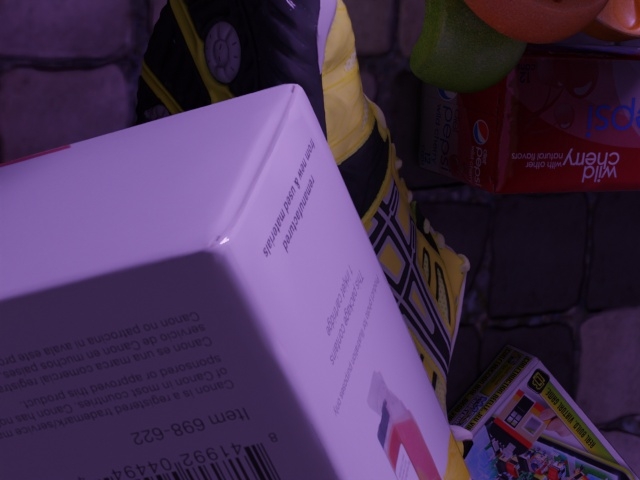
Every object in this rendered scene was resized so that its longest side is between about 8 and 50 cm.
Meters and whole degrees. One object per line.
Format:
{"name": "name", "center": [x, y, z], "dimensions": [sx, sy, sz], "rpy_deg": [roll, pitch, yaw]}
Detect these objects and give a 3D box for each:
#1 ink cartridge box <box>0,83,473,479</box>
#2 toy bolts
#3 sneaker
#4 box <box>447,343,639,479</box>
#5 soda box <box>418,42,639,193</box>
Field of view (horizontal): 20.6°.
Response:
{"name": "ink cartridge box", "center": [-0.076, 0.149, 0.888], "dimensions": [0.279, 0.160, 0.384], "rpy_deg": [-14, 117, 20]}
{"name": "toy bolts", "center": [0.139, -0.218, 0.953], "dimensions": [0.218, 0.158, 0.228], "rpy_deg": [-8, 78, -31]}
{"name": "sneaker", "center": [0.000, 0.000, 0.999], "dimensions": [0.147, 0.145, 0.384], "rpy_deg": [-25, 124, -31]}
{"name": "box", "center": [0.153, 0.178, 1.178], "dimensions": [0.114, 0.036, 0.207], "rpy_deg": [-48, 121, -11]}
{"name": "soda box", "center": [0.193, -0.078, 1.103], "dimensions": [0.263, 0.092, 0.083], "rpy_deg": [-2, 104, -30]}
